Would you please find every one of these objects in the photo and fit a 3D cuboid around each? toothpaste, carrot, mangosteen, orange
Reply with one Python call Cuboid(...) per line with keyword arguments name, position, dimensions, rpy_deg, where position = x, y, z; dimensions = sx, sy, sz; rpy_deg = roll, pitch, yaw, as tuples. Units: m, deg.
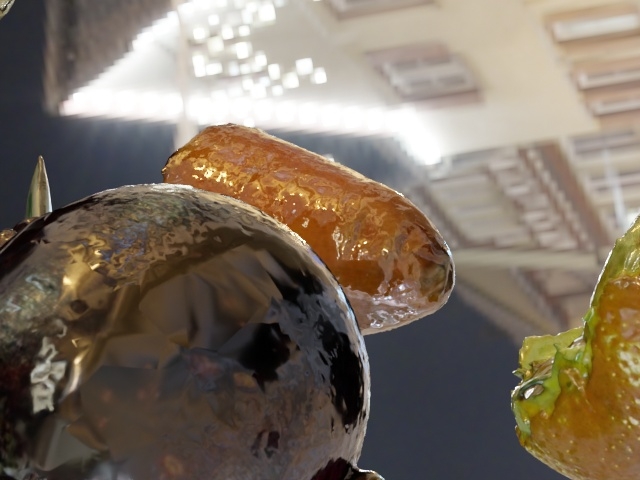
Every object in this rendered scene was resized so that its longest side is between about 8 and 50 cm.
Cuboid(name="toothpaste", position=(-0.271, 0.007, 1.748), dimensions=(0.218, 0.041, 0.064), rpy_deg=(-104, 25, -48))
Cuboid(name="carrot", position=(0.000, 0.000, 1.306), dimensions=(0.159, 0.225, 0.159), rpy_deg=(-11, -76, -49))
Cuboid(name="mangosteen", position=(-0.092, 0.110, 1.014), dimensions=(0.288, 0.288, 0.288), rpy_deg=(-8, -90, -75))
Cuboid(name="orange", position=(0.229, 0.073, 1.161), dimensions=(0.179, 0.158, 0.237), rpy_deg=(-41, -10, -40))

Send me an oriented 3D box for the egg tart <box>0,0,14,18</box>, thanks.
Cuboid(name="egg tart", position=(-0.337, -0.230, 1.474), dimensions=(0.279, 0.279, 0.095), rpy_deg=(48, -158, -64))
